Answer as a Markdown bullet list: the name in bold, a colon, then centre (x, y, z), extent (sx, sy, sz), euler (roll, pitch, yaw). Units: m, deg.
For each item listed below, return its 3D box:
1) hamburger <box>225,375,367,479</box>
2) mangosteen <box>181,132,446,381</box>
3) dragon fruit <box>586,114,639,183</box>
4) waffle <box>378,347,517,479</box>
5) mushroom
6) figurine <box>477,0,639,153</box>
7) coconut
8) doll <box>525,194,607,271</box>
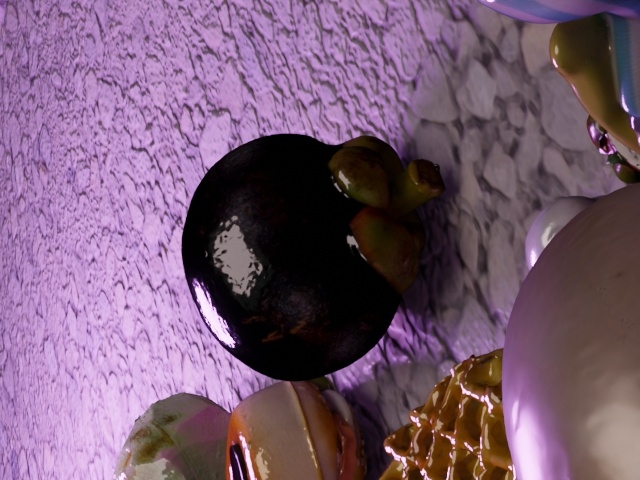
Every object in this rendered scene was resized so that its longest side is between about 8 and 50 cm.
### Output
- **hamburger**: centre (-0.029, 0.270, 1.565), extent (0.237, 0.147, 0.236), euler (175, 90, -73)
- **mangosteen**: centre (0.000, 0.000, 1.456), extent (0.302, 0.275, 0.275), euler (-29, 58, 20)
- **dragon fruit**: centre (0.275, -0.107, 1.066), extent (0.138, 0.142, 0.175), euler (-60, -1, 0)
- **waffle**: centre (0.173, 0.238, 1.194), extent (0.324, 0.151, 0.261), euler (-51, 48, 46)
- **mushroom**: centre (0.276, 0.128, 0.849), extent (0.295, 0.362, 0.362), euler (-18, 67, 19)
- **figurine**: centre (0.300, -0.151, 0.759), extent (0.378, 0.361, 0.266), euler (22, 95, 57)
- **coconut**: centre (-0.173, 0.321, 1.772), extent (0.236, 0.236, 0.204), euler (24, 144, 60)
- **doll**: centre (0.245, 0.035, 1.107), extent (0.180, 0.110, 0.106), euler (50, 133, 48)
